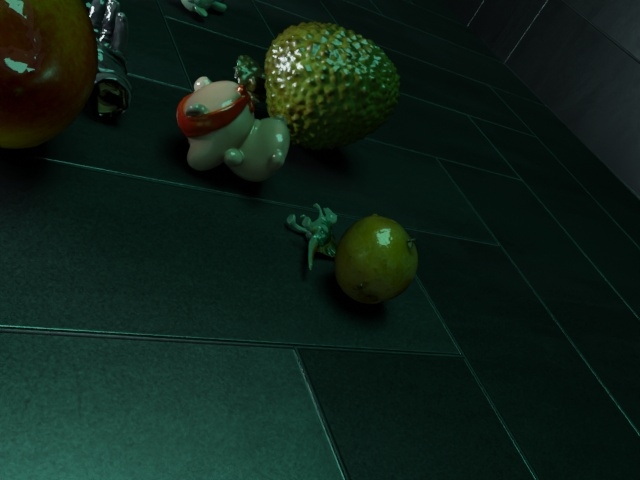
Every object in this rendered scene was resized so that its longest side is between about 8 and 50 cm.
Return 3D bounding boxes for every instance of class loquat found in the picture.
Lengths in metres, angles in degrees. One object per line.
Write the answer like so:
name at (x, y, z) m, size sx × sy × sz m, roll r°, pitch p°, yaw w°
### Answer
loquat at (0.087, 0.032, 1.116) m, size 0.141 × 0.141 × 0.141 m, roll 23°, pitch 32°, yaw -15°

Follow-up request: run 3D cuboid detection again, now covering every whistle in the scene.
whistle at (-0.288, -0.630, 1.795) m, size 0.114 × 0.077 × 0.236 m, roll 50°, pitch 27°, yaw -8°

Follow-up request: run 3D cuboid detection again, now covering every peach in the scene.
peach at (-0.433, -0.266, 0.942) m, size 0.307 × 0.289 × 0.289 m, roll 21°, pitch 27°, yaw 20°

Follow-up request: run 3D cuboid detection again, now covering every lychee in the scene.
lychee at (-0.002, -0.311, 1.421) m, size 0.320 × 0.270 × 0.270 m, roll -15°, pitch 44°, yaw -5°

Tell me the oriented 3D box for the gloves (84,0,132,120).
gloves at (-0.397, -0.328, 1.231) m, size 0.142 × 0.119 × 0.286 m, roll 20°, pitch 45°, yaw -40°

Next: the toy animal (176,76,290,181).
toy animal at (-0.154, -0.189, 1.216) m, size 0.197 × 0.171 × 0.171 m, roll 32°, pitch 30°, yaw -16°

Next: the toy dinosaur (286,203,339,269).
toy dinosaur at (0.003, -0.002, 1.198) m, size 0.106 × 0.044 × 0.187 m, roll 29°, pitch 26°, yaw -37°
